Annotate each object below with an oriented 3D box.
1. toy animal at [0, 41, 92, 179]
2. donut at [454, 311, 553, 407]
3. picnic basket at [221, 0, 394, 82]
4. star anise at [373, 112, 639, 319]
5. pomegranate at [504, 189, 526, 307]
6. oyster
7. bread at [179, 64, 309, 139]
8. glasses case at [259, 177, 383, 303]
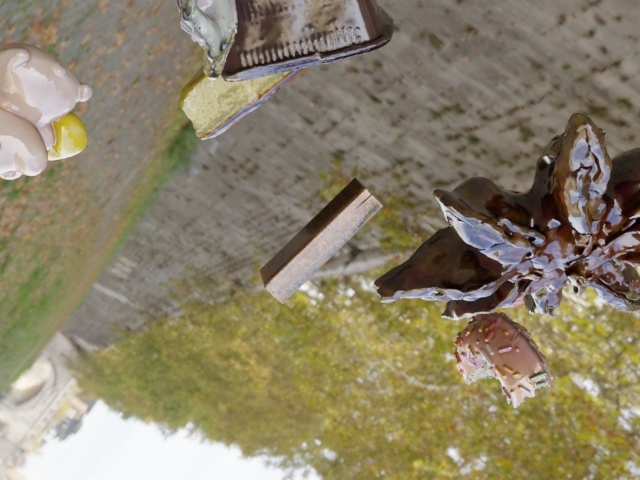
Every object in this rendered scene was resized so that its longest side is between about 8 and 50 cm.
[{"bbox_3d":[-0.628,-0.225,1.720,0.345,0.277,0.247,-20,-138,40],"label":"toy animal"},{"bbox_3d":[0.224,0.145,1.074,0.065,0.117,0.166,-25,-177,-19],"label":"donut"},{"bbox_3d":[-0.034,-0.377,1.368,0.297,0.129,0.222,-11,-151,7],"label":"picnic basket"},{"bbox_3d":[0.177,0.004,0.614,0.288,0.288,0.088,-41,-129,46],"label":"star anise"},{"bbox_3d":[0.308,0.021,1.418,0.235,0.210,0.210,-26,-168,2],"label":"pomegranate"},{"bbox_3d":[-0.171,-0.321,1.176,0.081,0.191,0.163,1,-160,18],"label":"oyster"},{"bbox_3d":[-0.141,-0.401,1.841,0.324,0.143,0.333,-32,-160,26],"label":"bread"},{"bbox_3d":[0.000,0.000,1.293,0.218,0.049,0.075,-44,-161,5],"label":"glasses case"}]
